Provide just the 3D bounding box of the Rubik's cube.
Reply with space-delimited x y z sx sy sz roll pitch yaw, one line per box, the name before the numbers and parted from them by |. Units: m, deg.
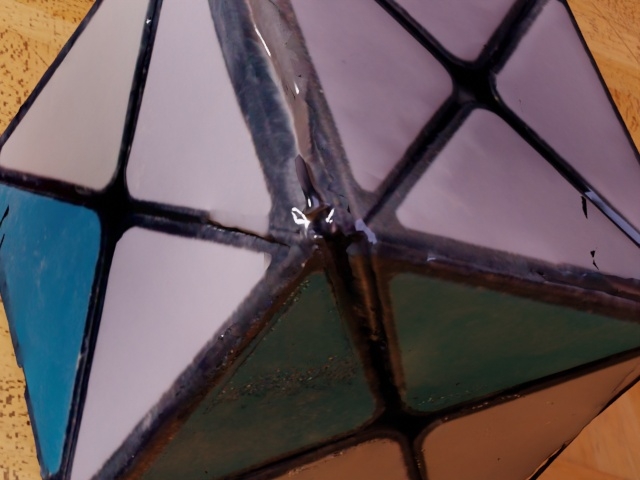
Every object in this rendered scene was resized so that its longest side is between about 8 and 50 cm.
Rubik's cube | 0.000 0.000 1.183 0.305 0.307 0.310 10 46 -39
